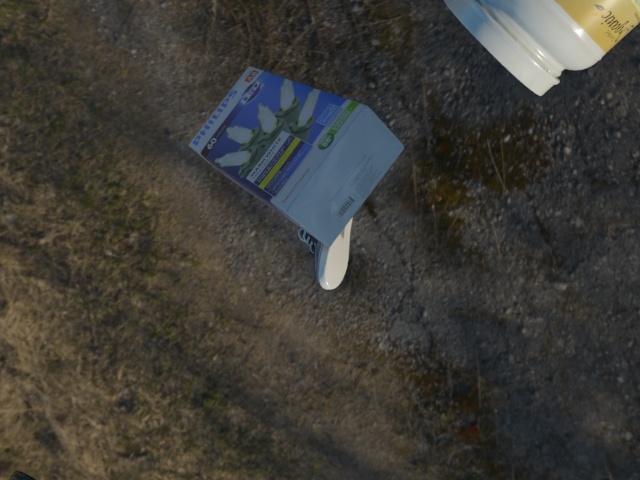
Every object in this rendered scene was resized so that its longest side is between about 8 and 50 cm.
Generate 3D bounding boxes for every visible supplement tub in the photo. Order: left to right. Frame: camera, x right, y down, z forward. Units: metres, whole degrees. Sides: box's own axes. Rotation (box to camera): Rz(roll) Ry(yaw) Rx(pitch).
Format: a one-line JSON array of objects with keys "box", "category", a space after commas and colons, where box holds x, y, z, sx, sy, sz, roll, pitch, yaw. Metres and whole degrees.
[{"box": [0.336, -0.365, 0.809, 0.228, 0.228, 0.316, 43, 117, -4], "category": "supplement tub"}]

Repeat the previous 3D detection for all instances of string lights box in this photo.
[{"box": [-0.040, -0.107, 0.730, 0.077, 0.259, 0.133, 39, 87, -40], "category": "string lights box"}]

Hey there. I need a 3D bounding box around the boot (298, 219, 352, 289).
[{"box": [0.000, 0.000, 1.087, 0.086, 0.190, 0.069, -6, 144, 28], "category": "boot"}]

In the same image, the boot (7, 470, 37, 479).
[{"box": [-0.366, 0.435, 0.814, 0.246, 0.161, 0.083, 55, 143, -8], "category": "boot"}]
